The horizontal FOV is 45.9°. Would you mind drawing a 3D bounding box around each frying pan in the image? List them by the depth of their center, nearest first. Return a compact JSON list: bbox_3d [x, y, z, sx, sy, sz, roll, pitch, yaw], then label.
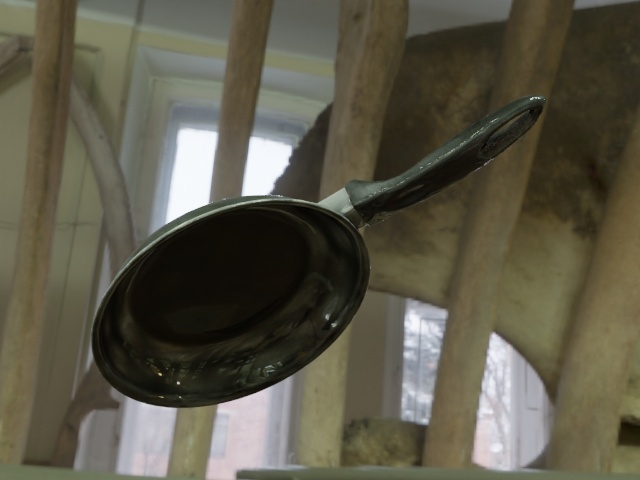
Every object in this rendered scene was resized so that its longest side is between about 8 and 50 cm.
[{"bbox_3d":[-0.023,-0.005,0.495,0.197,0.053,0.326,16,-60,-41],"label":"frying pan"}]
